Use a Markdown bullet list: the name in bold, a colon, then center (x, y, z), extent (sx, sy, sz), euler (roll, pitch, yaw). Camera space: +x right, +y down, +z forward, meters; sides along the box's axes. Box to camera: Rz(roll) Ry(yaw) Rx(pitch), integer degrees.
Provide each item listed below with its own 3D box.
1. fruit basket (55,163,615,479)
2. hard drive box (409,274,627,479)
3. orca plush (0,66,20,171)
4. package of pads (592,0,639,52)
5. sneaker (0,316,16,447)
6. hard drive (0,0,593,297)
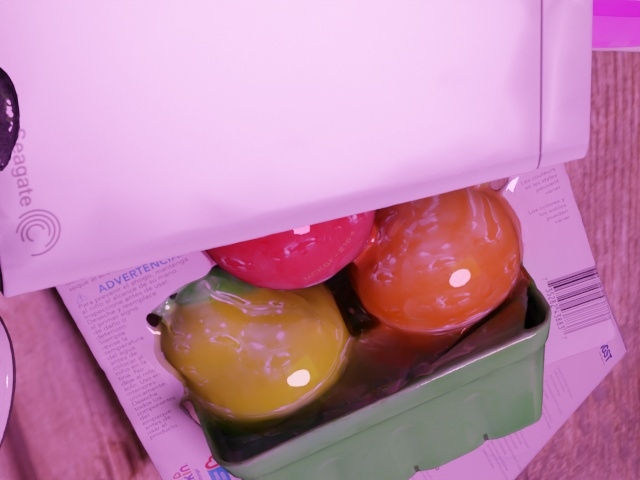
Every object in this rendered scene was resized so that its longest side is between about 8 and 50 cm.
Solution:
- **fruit basket**: center (0.000, 0.000, 1.204), extent (0.327, 0.165, 0.353), euler (-25, 123, -1)
- **hard drive box**: center (0.124, 0.106, 1.502), extent (0.232, 0.089, 0.181), euler (-45, 143, -12)
- **orca plush**: center (-0.198, -0.074, 0.929), extent (0.102, 0.151, 0.287), euler (-65, 158, -48)
- **package of pads**: center (0.169, -0.226, 1.170), extent (0.296, 0.101, 0.229), euler (-3, 141, -27)
- **sneaker**: center (-0.280, 0.178, 1.071), extent (0.178, 0.124, 0.295), euler (-8, 115, -51)
- **hard drive**: center (-0.019, -0.114, 1.021), extent (0.353, 0.047, 0.233), euler (-14, 123, -16)
